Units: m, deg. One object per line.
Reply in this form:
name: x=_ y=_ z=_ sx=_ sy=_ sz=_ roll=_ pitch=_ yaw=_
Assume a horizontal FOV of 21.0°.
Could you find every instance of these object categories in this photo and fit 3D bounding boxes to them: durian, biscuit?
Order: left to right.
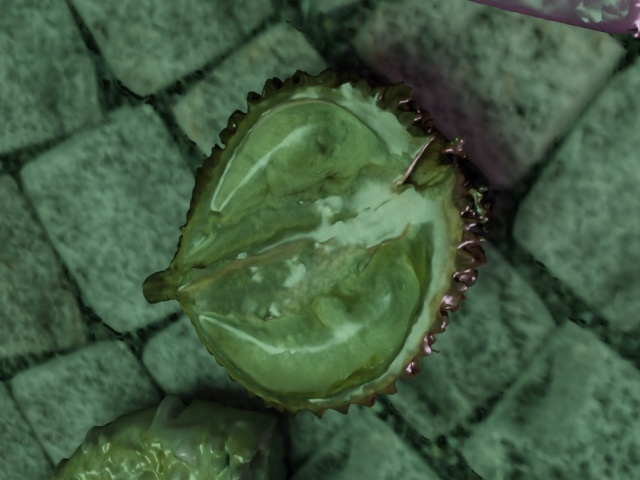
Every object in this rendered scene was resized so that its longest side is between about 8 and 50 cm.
biscuit: x=-0.085 y=0.196 z=0.950 sx=0.179 sy=0.084 sz=0.281 roll=21 pitch=122 yaw=29
durian: x=0.000 y=0.000 z=0.780 sx=0.188 sy=0.091 sz=0.148 roll=-18 pitch=92 yaw=27

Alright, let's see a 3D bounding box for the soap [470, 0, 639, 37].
soap: x=0.066 y=-0.221 z=0.626 sx=0.181 sy=0.081 sz=0.259 roll=20 pitch=123 yaw=25
